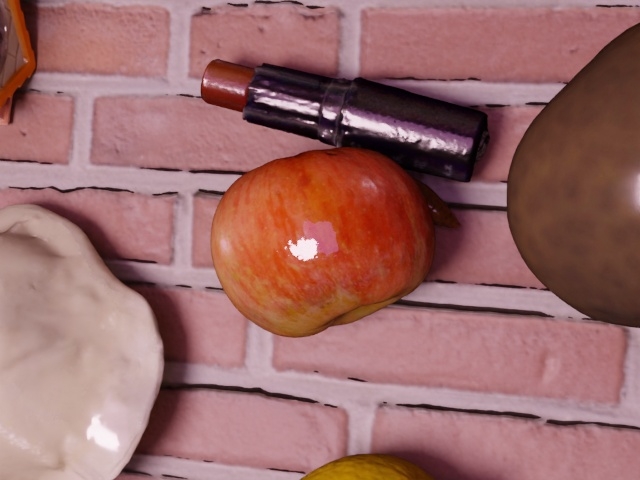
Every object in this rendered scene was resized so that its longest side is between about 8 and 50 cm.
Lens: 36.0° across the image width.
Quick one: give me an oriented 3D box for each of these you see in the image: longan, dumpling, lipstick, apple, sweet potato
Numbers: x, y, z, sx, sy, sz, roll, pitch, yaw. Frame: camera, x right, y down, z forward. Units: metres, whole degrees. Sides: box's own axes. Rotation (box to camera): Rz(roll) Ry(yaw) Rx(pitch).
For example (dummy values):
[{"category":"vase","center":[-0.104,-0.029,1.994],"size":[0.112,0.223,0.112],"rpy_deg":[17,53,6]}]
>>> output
[{"category":"longan","center":[0.302,-0.063,0.858],"size":[0.300,0.300,0.243],"rpy_deg":[-38,120,8]},{"category":"dumpling","center":[-0.282,0.111,0.993],"size":[0.243,0.187,0.318],"rpy_deg":[-2,83,16]},{"category":"lipstick","center":[0.021,-0.129,0.998],"size":[0.300,0.081,0.081],"rpy_deg":[16,90,13]},{"category":"apple","center":[0.000,0.000,0.938],"size":[0.209,0.209,0.164],"rpy_deg":[-23,79,10]},{"category":"sweet potato","center":[0.102,-0.041,0.997],"size":[0.095,0.034,0.034],"rpy_deg":[34,94,15]}]

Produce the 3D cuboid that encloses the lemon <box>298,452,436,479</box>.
[{"category":"lemon","center":[0.037,0.296,0.913],"size":[0.244,0.187,0.186],"rpy_deg":[-30,80,14]}]

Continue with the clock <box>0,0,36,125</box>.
[{"category":"clock","center":[-0.380,-0.223,1.004],"size":[0.106,0.255,0.219],"rpy_deg":[5,84,12]}]
